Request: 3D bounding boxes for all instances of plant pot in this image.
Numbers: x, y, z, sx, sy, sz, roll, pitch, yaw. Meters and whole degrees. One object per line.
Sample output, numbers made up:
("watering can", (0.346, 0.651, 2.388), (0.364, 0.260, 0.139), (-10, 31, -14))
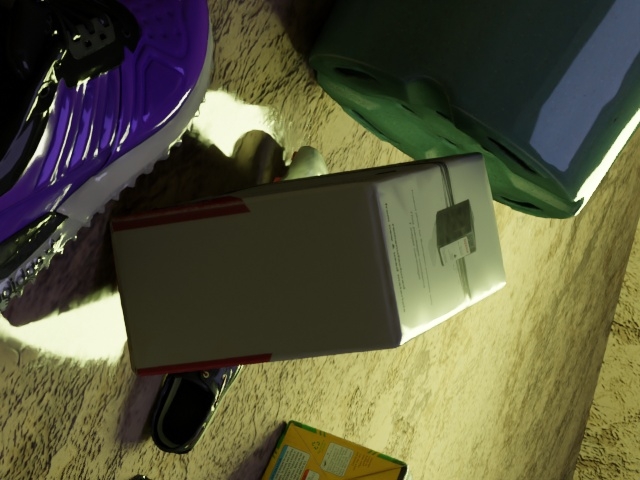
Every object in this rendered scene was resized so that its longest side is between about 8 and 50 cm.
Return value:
("plant pot", (0.179, -0.219, 1.454), (0.334, 0.341, 0.341), (-60, 161, -8))

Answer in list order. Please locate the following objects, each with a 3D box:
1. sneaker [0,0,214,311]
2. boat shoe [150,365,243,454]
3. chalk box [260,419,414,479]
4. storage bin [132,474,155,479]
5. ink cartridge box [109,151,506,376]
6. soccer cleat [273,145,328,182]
("sneaker", (-0.145, -0.089, 0.938), (0.293, 0.102, 0.146), (-56, 157, -38))
("boat shoe", (-0.093, 0.105, 1.394), (0.042, 0.049, 0.133), (9, 105, -81))
("chalk box", (0.017, 0.286, 1.792), (0.213, 0.132, 0.132), (70, 42, -66))
("storage bin", (-0.121, 0.282, 1.443), (0.122, 0.084, 0.180), (-62, 162, -23))
("ink cartridge box", (0.001, 0.012, 1.292), (0.273, 0.197, 0.114), (-17, 98, -69))
("soccer cleat", (0.000, 0.000, 1.516), (0.068, 0.076, 0.196), (-55, 157, -40))
